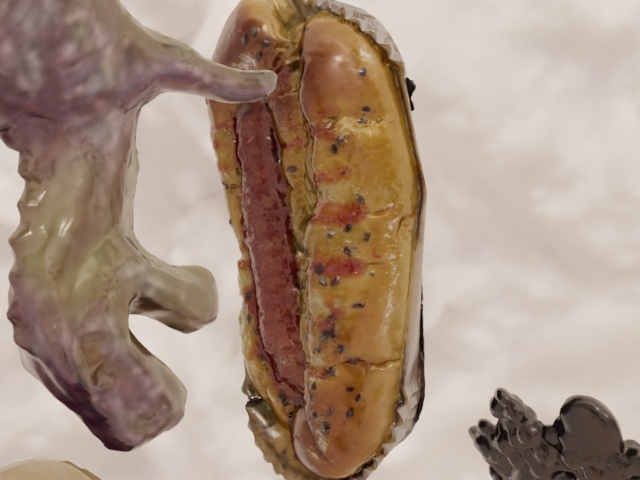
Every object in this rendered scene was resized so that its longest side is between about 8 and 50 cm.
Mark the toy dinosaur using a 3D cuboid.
[{"bbox_3d":[-0.104,-0.056,0.413,0.072,0.200,0.251,11,170,39],"label":"toy dinosaur"}]

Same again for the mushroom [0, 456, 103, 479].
[{"bbox_3d":[-0.148,0.135,0.551,0.247,0.096,0.108,-17,79,31],"label":"mushroom"}]

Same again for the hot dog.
[{"bbox_3d":[0.000,0.000,0.906,0.131,0.069,0.253,0,95,49],"label":"hot dog"}]

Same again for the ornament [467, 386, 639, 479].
[{"bbox_3d":[0.194,0.171,0.871,0.251,0.106,0.260,16,136,41],"label":"ornament"}]
